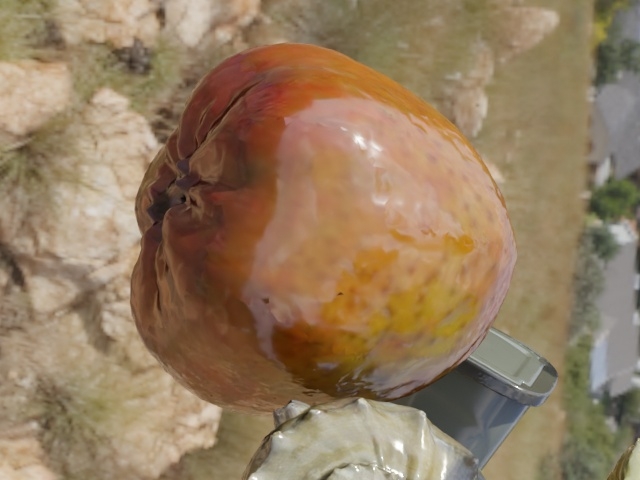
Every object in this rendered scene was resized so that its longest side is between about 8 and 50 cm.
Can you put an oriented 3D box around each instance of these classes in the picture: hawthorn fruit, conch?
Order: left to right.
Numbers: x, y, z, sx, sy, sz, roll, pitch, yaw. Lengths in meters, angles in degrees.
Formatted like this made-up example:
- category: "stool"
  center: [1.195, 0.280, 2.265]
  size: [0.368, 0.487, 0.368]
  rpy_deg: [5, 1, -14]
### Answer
- category: "hawthorn fruit"
  center: [0.000, 0.000, 1.378]
  size: [0.471, 0.471, 0.472]
  rpy_deg: [-22, 116, -56]
- category: "conch"
  center: [0.044, 0.244, 1.150]
  size: [0.324, 0.263, 0.186]
  rpy_deg: [-136, -139, -80]

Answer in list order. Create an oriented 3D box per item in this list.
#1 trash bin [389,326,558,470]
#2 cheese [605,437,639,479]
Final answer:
- category: "trash bin"
  center: [0.188, 0.254, 1.686]
  size: [0.250, 0.219, 0.220]
  rpy_deg: [-61, 165, 16]
- category: "cheese"
  center: [0.329, 0.279, 1.152]
  size: [0.167, 0.093, 0.123]
  rpy_deg: [96, -1, -57]
